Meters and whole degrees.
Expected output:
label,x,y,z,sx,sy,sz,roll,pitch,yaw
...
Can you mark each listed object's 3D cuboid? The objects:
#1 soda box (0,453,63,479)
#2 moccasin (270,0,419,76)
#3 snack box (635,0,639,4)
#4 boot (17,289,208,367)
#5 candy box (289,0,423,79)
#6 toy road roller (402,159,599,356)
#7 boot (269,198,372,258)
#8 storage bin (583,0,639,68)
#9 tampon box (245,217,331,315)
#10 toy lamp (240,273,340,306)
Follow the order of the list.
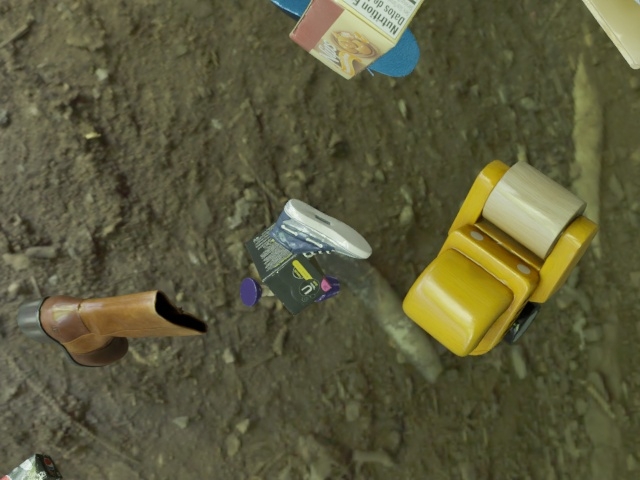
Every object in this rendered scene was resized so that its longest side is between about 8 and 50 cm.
label,x,y,z,sx,sy,sz,roll,pitch,yaw
soda box,-0.560,0.459,1.411,0.053,0.169,0.060,51,-6,19
moccasin,0.046,-0.446,1.526,0.342,0.138,0.117,33,12,-15
snack box,0.475,-0.315,1.004,0.100,0.037,0.141,-39,79,-22
boot,-0.319,0.144,1.326,0.264,0.280,0.096,54,34,-53
candy box,0.099,-0.320,0.752,0.087,0.183,0.316,33,86,-10
toy road roller,0.280,0.050,1.298,0.202,0.329,0.240,38,37,21
boot,0.000,0.000,1.490,0.190,0.086,0.069,31,27,-10
storage bin,0.547,-0.411,1.285,0.260,0.123,0.262,51,8,-6
tampon box,-0.068,0.051,1.620,0.120,0.101,0.161,50,5,-34
toy lamp,-0.067,0.122,1.966,0.274,0.080,0.080,-2,78,-40
